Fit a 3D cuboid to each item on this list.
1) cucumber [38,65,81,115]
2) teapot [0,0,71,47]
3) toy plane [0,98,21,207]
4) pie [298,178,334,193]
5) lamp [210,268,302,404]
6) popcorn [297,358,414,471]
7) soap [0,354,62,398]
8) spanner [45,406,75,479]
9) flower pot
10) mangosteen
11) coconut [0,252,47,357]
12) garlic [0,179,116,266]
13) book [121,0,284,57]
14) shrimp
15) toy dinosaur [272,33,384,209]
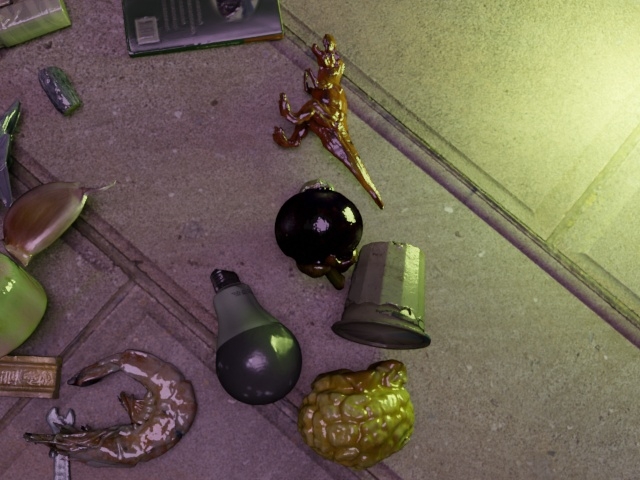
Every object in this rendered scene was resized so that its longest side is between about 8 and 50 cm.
[{"bbox_3d":[-0.598,-0.343,1.631,0.064,0.064,0.112,-33,83,-7],"label":"cucumber"},{"bbox_3d":[-0.697,-0.523,1.650,0.201,0.077,0.107,-22,78,-6],"label":"teapot"},{"bbox_3d":[-0.726,-0.192,1.589,0.212,0.088,0.267,15,67,14],"label":"toy plane"},{"bbox_3d":[-0.006,-0.104,1.639,0.085,0.017,0.085,0,81,-3],"label":"pie"},{"bbox_3d":[-0.139,0.199,1.527,0.182,0.181,0.313,-8,57,-4],"label":"lamp"},{"bbox_3d":[0.084,0.352,1.481,0.237,0.205,0.251,20,68,15],"label":"popcorn"},{"bbox_3d":[-0.693,0.291,1.533,0.252,0.037,0.092,3,79,-1],"label":"soap"},{"bbox_3d":[-0.550,0.507,1.512,0.071,0.017,0.301,-3,81,-4],"label":"spanner"},{"bbox_3d":[0.136,0.115,1.528,0.213,0.212,0.202,7,70,-1],"label":"flower pot"},{"bbox_3d":[0.000,0.000,1.543,0.194,0.194,0.230,-8,93,-4],"label":"mangosteen"},{"bbox_3d":[-0.685,0.139,1.475,0.205,0.236,0.236,-40,84,-15],"label":"coconut"},{"bbox_3d":[-0.582,-0.070,1.550,0.148,0.128,0.266,39,80,9],"label":"garlic"},{"bbox_3d":[-0.288,-0.584,1.698,0.371,0.043,0.260,-8,83,-3],"label":"book"},{"bbox_3d":[-0.446,0.364,1.510,0.361,0.085,0.246,-10,77,-11],"label":"shrimp"},{"bbox_3d":[-0.001,-0.260,1.631,0.208,0.097,0.431,-10,85,-14],"label":"toy dinosaur"}]
